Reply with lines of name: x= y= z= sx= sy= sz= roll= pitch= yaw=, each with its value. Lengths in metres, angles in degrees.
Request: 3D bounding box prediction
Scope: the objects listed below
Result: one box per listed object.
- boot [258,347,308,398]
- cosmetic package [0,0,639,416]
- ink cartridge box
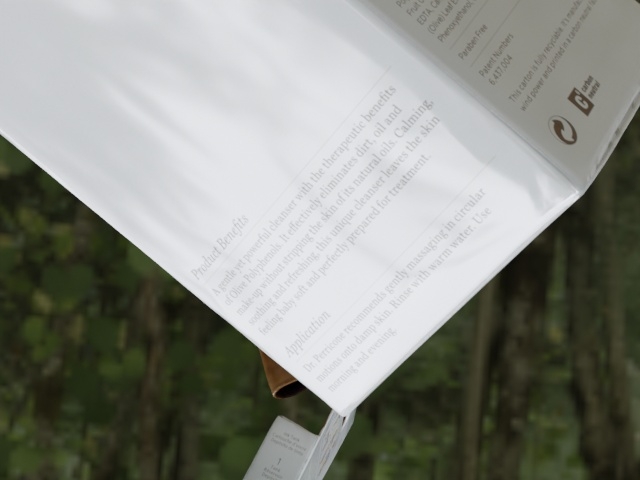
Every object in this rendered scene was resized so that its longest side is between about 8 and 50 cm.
boot: x=0.000 y=0.000 z=2.022 sx=0.264 sy=0.280 sz=0.096 roll=-36 pitch=142 yaw=12
cosmetic package: x=-0.052 y=-0.120 z=0.813 sx=0.365 sy=0.155 sz=0.197 roll=42 pitch=132 yaw=-3
ink cartridge box: x=-0.031 y=0.257 z=2.069 sx=0.060 sy=0.239 sz=0.275 roll=25 pitch=158 yaw=8
